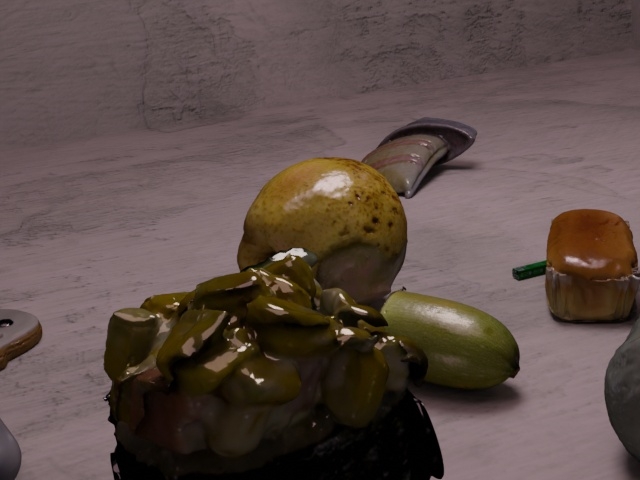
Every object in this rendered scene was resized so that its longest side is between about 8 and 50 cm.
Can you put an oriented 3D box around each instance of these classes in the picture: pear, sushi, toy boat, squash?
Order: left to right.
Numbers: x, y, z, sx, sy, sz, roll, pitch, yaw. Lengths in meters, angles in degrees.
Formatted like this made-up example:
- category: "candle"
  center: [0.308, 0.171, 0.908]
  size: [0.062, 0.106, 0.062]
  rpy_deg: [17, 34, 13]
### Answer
- category: "sushi"
  center: [-0.071, 0.149, 1.064]
  size: [0.328, 0.285, 0.328]
  rpy_deg: [-14, 24, -10]
- category: "pear"
  center: [0.000, 0.000, 1.572]
  size: [0.271, 0.271, 0.271]
  rpy_deg: [-5, 18, 2]
- category: "toy boat"
  center: [0.196, -0.197, 2.360]
  size: [0.293, 0.111, 0.276]
  rpy_deg: [-31, 22, -34]
- category: "squash"
  center: [0.172, 0.139, 1.319]
  size: [0.187, 0.123, 0.123]
  rpy_deg: [13, 25, 33]

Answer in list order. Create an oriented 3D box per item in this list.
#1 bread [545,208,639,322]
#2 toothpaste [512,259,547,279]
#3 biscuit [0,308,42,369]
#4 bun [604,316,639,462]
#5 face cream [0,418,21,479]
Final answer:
- category: "bread"
  center: [0.419, 0.032, 1.565]
  size: [0.136, 0.107, 0.241]
  rpy_deg: [1, 24, 13]
- category: "toothpaste"
  center: [0.362, 0.048, 1.689]
  size: [0.083, 0.017, 0.020]
  rpy_deg: [-12, 18, -20]
- category: "biscuit"
  center: [-0.542, 0.154, 1.594]
  size: [0.181, 0.049, 0.208]
  rpy_deg: [4, 22, 24]
- category: "bun"
  center: [0.489, 0.146, 1.071]
  size: [0.354, 0.194, 0.354]
  rpy_deg: [-6, 19, 2]
- category: "face cream"
  center: [-0.439, 0.261, 1.181]
  size: [0.163, 0.080, 0.337]
  rpy_deg: [-15, 20, -28]
